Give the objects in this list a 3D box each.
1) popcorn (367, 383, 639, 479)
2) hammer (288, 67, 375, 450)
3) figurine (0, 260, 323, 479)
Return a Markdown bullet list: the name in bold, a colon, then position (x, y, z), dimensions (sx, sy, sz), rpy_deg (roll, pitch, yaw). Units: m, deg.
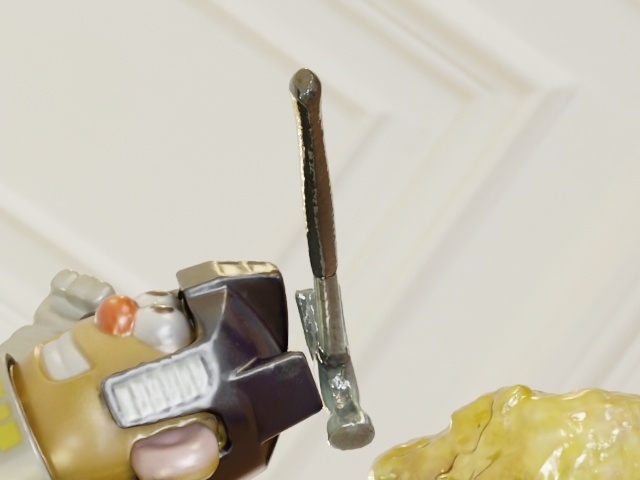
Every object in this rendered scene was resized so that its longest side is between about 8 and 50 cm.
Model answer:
- **popcorn**: position (0.172, 0.192, 1.509), dimensions (0.191, 0.254, 0.190), rpy_deg (-122, 29, -62)
- **hammer**: position (0.000, 0.000, 1.108), dimensions (0.103, 0.029, 0.246), rpy_deg (-106, 7, -48)
- **figurine**: position (-0.141, 0.112, 1.179), dimensions (0.308, 0.309, 0.143), rpy_deg (-58, -28, -33)
